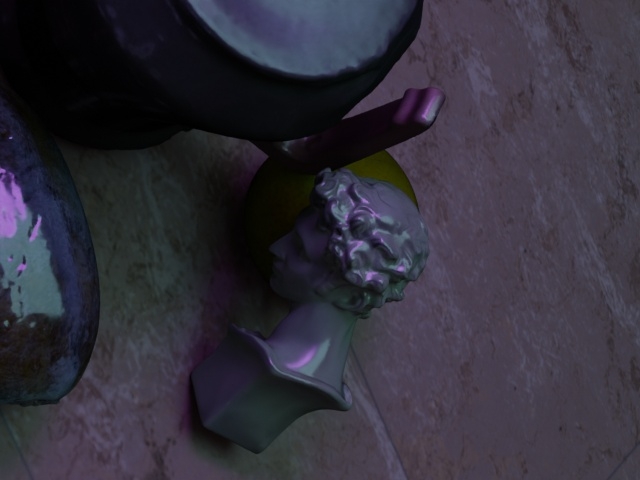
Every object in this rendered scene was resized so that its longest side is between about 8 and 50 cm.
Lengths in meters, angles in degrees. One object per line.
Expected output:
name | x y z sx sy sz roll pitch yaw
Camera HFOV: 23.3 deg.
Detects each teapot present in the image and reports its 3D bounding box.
teapot | -0.081 -0.194 1.282 0.376 0.361 0.306 37 67 -22

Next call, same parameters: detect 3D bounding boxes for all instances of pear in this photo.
pear | 0.000 0.000 1.505 0.180 0.166 0.216 36 73 -52

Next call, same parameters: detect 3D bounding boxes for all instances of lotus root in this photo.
lotus root | -0.260 -0.026 1.215 0.158 0.140 0.322 -8 82 -49

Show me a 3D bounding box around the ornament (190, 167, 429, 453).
ornament | -0.004 0.071 1.388 0.130 0.285 0.120 14 23 -36
